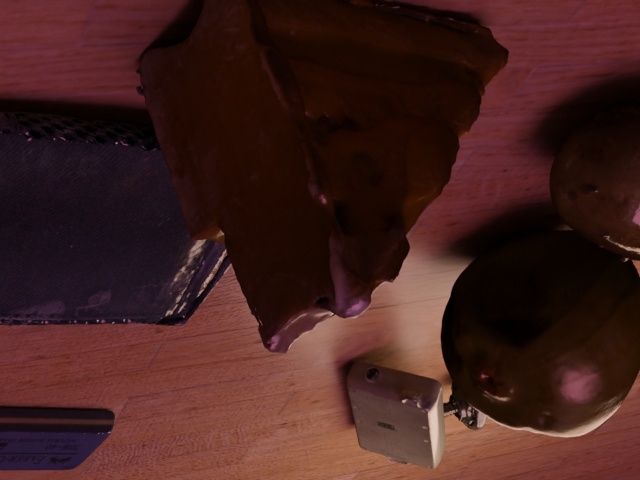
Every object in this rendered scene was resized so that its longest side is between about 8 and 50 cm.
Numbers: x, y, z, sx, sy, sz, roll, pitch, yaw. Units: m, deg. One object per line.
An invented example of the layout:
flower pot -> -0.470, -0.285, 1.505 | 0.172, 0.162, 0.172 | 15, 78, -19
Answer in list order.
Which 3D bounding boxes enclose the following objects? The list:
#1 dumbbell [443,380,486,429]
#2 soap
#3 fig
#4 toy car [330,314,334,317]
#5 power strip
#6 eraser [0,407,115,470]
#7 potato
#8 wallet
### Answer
dumbbell -> 0.252, 0.204, 2.188 | 0.254, 0.082, 0.082 | -16, 153, -18
soap -> 0.058, -0.049, 1.300 | 0.338, 0.304, 0.169 | 4, 146, -44
fig -> 0.275, 0.096, 1.844 | 0.271, 0.239, 0.239 | -36, 162, -31
toy car -> 0.000, 0.000, 1.598 | 0.090, 0.076, 0.224 | -9, 142, -27
power strip -> 0.099, 0.227, 2.075 | 0.118, 0.046, 0.270 | 15, 157, 13
eraser -> -0.326, 0.218, 1.765 | 0.225, 0.036, 0.082 | 9, 136, -48
potato -> 0.372, -0.060, 1.689 | 0.307, 0.210, 0.173 | 5, 100, -37
wallet -> -0.214, -0.019, 1.387 | 0.342, 0.075, 0.237 | 3, 137, -40
